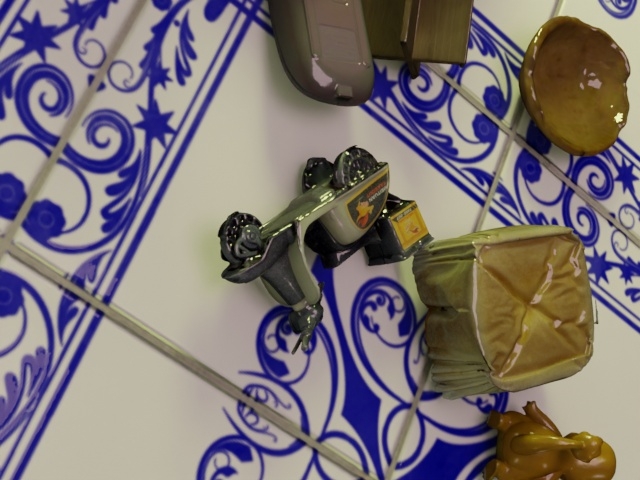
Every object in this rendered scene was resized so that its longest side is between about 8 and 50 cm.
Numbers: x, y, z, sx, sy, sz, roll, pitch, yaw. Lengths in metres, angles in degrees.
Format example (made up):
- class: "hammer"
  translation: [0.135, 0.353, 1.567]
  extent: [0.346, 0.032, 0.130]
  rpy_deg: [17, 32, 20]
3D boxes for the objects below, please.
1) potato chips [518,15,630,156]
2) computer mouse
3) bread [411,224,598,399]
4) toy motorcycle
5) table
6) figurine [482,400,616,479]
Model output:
- class: "potato chips"
  translation: [0.325, -0.203, 1.655]
  extent: [0.208, 0.062, 0.195]
  rpy_deg: [-49, 114, -35]
- class: "computer mouse"
  translation: [0.000, -0.256, 1.429]
  extent: [0.120, 0.057, 0.232]
  rpy_deg: [3, 69, -34]
- class: "bread"
  translation: [0.212, 0.081, 1.476]
  extent: [0.210, 0.110, 0.192]
  rpy_deg: [-12, 93, -37]
- class: "toy motorcycle"
  translation: [0.000, 0.000, 1.352]
  extent: [0.263, 0.091, 0.157]
  rpy_deg: [-36, 105, -39]
- class: "table"
  translation: [0.118, -0.316, 1.485]
  extent: [0.167, 0.167, 0.227]
  rpy_deg: [13, 81, -33]
- class: "figurine"
  translation: [0.286, 0.248, 1.481]
  extent: [0.176, 0.122, 0.121]
  rpy_deg: [16, 67, -32]
